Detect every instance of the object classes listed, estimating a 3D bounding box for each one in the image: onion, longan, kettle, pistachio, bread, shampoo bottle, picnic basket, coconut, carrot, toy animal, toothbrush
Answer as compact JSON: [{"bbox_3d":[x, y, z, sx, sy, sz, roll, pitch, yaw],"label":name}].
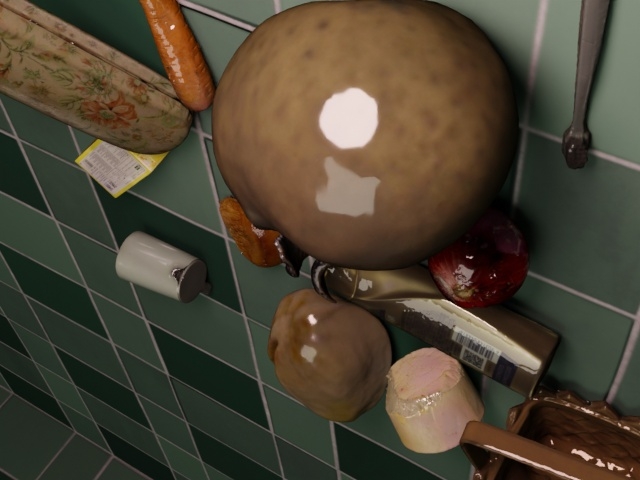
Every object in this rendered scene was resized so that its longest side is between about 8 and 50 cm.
[{"bbox_3d":[0.193,0.021,1.126,0.131,0.131,0.131,27,149,18],"label":"onion"},{"bbox_3d":[0.041,-0.117,0.950,0.350,0.288,0.288,22,148,41],"label":"longan"},{"bbox_3d":[-0.294,0.060,1.721,0.148,0.098,0.127,21,141,21],"label":"kettle"},{"bbox_3d":[0.018,0.181,1.508,0.288,0.197,0.166,59,-171,-51],"label":"pistachio"},{"bbox_3d":[-0.109,-0.008,1.481,0.126,0.044,0.129,20,149,30],"label":"bread"},{"bbox_3d":[0.160,0.098,1.298,0.350,0.084,0.126,27,147,20],"label":"shampoo bottle"},{"bbox_3d":[0.330,0.352,1.246,0.254,0.291,0.321,19,158,29],"label":"picnic basket"},{"bbox_3d":[0.180,0.258,1.439,0.147,0.147,0.153,6,137,42],"label":"coconut"},{"bbox_3d":[-0.198,-0.274,1.199,0.059,0.059,0.248,12,139,37],"label":"carrot"},{"bbox_3d":[0.016,0.000,1.246,0.160,0.273,0.197,-22,113,16],"label":"toy animal"},{"bbox_3d":[0.255,-0.181,0.868,0.030,0.031,0.297,1,139,9],"label":"toothbrush"}]

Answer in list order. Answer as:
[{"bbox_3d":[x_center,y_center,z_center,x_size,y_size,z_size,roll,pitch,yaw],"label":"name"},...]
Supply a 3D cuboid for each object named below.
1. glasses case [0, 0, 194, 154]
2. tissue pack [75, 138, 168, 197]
[{"bbox_3d":[-0.372,-0.238,1.260,0.425,0.098,0.156,26,147,-30],"label":"glasses case"},{"bbox_3d":[-0.326,-0.142,1.507,0.095,0.062,0.176,44,149,-15],"label":"tissue pack"}]
